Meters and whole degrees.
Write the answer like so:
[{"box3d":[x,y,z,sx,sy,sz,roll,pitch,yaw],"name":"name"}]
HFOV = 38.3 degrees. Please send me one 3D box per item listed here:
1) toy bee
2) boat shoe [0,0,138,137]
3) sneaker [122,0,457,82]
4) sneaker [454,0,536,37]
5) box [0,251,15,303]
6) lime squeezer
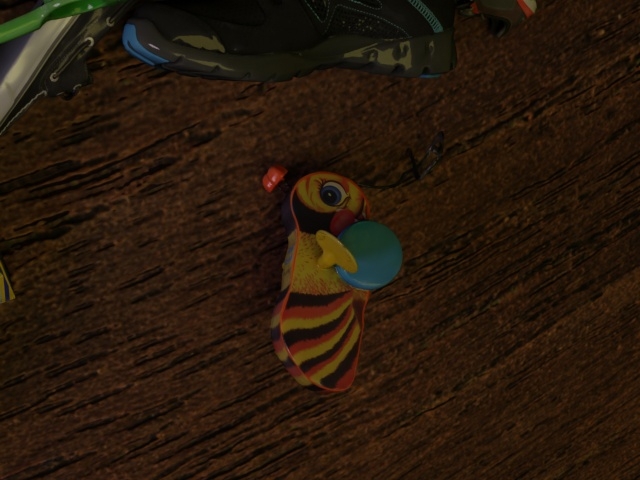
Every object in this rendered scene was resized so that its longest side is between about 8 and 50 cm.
[{"box3d":[0.000,0.000,0.967,0.162,0.298,0.195,24,142,-7],"name":"toy bee"},{"box3d":[-0.224,-0.163,0.799,0.076,0.080,0.229,36,88,-35],"name":"boat shoe"},{"box3d":[-0.022,-0.219,0.856,0.340,0.125,0.140,-10,108,-31],"name":"sneaker"},{"box3d":[0.161,-0.262,0.951,0.158,0.061,0.065,34,104,-35],"name":"sneaker"},{"box3d":[-0.332,-0.017,0.829,0.059,0.054,0.169,-21,124,-16],"name":"box"},{"box3d":[-0.191,-0.223,0.718,0.110,0.059,0.310,40,85,-29],"name":"lime squeezer"}]
